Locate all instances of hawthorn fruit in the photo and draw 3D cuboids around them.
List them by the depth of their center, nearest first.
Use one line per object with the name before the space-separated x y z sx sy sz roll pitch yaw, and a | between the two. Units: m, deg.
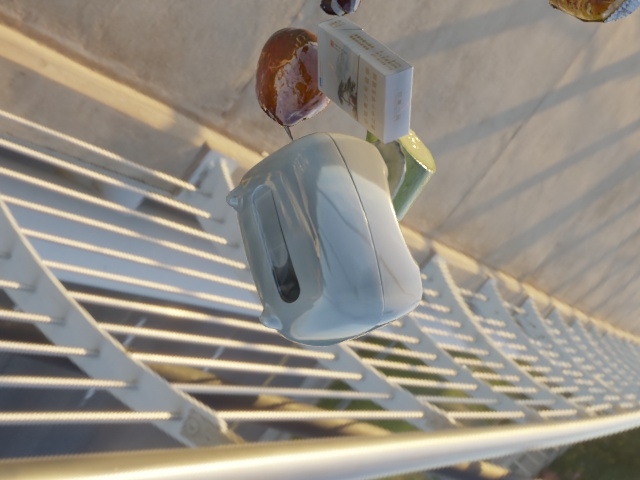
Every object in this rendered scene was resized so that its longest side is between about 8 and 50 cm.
hawthorn fruit | -0.056 -0.369 1.952 0.210 0.210 0.262 9 95 -58

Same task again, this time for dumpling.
dumpling | 0.090 -0.104 1.687 0.227 0.243 0.175 -26 155 34

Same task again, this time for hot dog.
hot dog | 0.541 -0.498 1.628 0.069 0.253 0.131 30 97 -29

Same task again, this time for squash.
squash | 0.158 -0.168 1.879 0.155 0.204 0.237 -36 132 22

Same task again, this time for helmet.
helmet | 0.051 -0.516 1.678 0.098 0.070 0.123 -39 146 -50

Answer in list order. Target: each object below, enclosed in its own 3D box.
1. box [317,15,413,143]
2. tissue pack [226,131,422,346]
box | 0.079 -0.306 1.550 0.067 0.233 0.149 -22 136 -25
tissue pack | 0.000 0.000 1.335 0.236 0.333 0.229 -7 165 -42
